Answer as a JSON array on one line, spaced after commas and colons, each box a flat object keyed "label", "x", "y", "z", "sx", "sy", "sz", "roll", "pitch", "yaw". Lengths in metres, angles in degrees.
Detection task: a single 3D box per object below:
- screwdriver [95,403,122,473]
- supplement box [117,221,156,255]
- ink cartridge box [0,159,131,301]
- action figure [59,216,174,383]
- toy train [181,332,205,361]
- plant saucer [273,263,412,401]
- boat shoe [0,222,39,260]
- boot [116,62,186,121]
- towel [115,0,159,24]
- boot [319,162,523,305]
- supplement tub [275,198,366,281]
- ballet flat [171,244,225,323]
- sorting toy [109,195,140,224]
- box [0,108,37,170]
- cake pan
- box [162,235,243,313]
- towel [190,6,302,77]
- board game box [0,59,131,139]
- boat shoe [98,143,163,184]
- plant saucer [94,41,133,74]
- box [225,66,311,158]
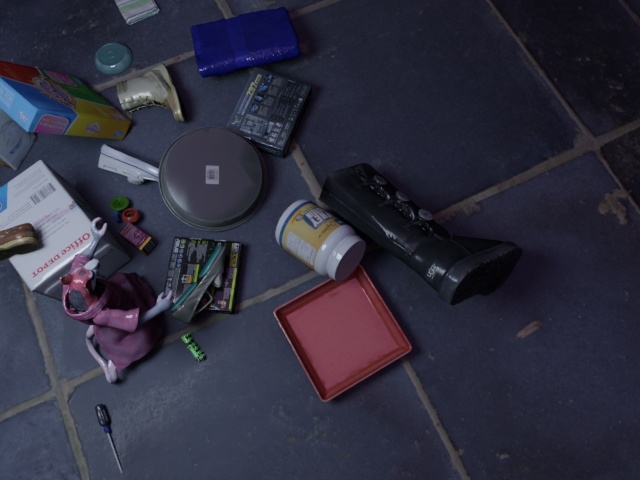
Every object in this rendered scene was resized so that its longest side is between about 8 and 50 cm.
[{"label": "screwdriver", "x": -0.500, "y": 0.469, "z": 1.192, "sx": 0.024, "sy": 0.025, "sz": 0.170, "roll": -24, "pitch": 72, "yaw": -8}, {"label": "supplement box", "x": -0.486, "y": -0.004, "z": 1.338, "sx": 0.083, "sy": 0.055, "sz": 0.043, "roll": 34, "pitch": 73, "yaw": 9}, {"label": "ink cartridge box", "x": -0.660, "y": -0.013, "z": 1.262, "sx": 0.198, "sy": 0.197, "sz": 0.270, "roll": -40, "pitch": 76, "yaw": -12}, {"label": "action figure", "x": -0.493, "y": 0.138, "z": 1.123, "sx": 0.276, "sy": 0.370, "sz": 0.248, "roll": -42, "pitch": 74, "yaw": -9}, {"label": "toy train", "x": -0.321, "y": 0.269, "z": 1.267, "sx": 0.023, "sy": 0.017, "sz": 0.083, "roll": -39, "pitch": 76, "yaw": -3}, {"label": "plant saucer", "x": 0.053, "y": 0.229, "z": 1.269, "sx": 0.259, "sy": 0.048, "sz": 0.258, "roll": -28, "pitch": 74, "yaw": -11}, {"label": "boat shoe", "x": -0.721, "y": 0.007, "z": 1.123, "sx": 0.178, "sy": 0.064, "sz": 0.060, "roll": -15, "pitch": 73, "yaw": -3}, {"label": "boot", "x": -0.492, "y": -0.405, "z": 1.463, "sx": 0.165, "sy": 0.077, "sz": 0.213, "roll": -24, "pitch": 68, "yaw": -9}, {"label": "towel", "x": -0.596, "y": -0.768, "z": 1.612, "sx": 0.113, "sy": 0.023, "sz": 0.152, "roll": -28, "pitch": 74, "yaw": -10}, {"label": "boot", "x": 0.259, "y": -0.038, "z": 1.301, "sx": 0.445, "sy": 0.367, "sz": 0.146, "roll": 39, "pitch": 116, "yaw": 32}, {"label": "supplement tub", "x": 0.000, "y": 0.000, "z": 1.275, "sx": 0.199, "sy": 0.144, "sz": 0.144, "roll": 34, "pitch": 74, "yaw": 25}, {"label": "ballet flat", "x": -0.286, "y": 0.112, "z": 1.257, "sx": 0.068, "sy": 0.072, "sz": 0.213, "roll": 40, "pitch": 74, "yaw": -17}, {"label": "sorting toy", "x": -0.535, "y": -0.073, "z": 1.373, "sx": 0.061, "sy": 0.042, "sz": 0.102, "roll": -36, "pitch": 63, "yaw": -28}, {"label": "box", "x": -0.957, "y": -0.329, "z": 1.349, "sx": 0.262, "sy": 0.231, "sz": 0.127, "roll": 18, "pitch": 72, "yaw": 5}, {"label": "cake pan", "x": -0.286, "y": -0.172, "z": 1.355, "sx": 0.293, "sy": 0.054, "sz": 0.293, "roll": 1, "pitch": 84, "yaw": -12}, {"label": "box", "x": -0.305, "y": 0.089, "z": 1.315, "sx": 0.184, "sy": 0.045, "sz": 0.191, "roll": 5, "pitch": 71, "yaw": -1}, {"label": "towel", "x": -0.226, "y": -0.589, "z": 1.513, "sx": 0.308, "sy": 0.076, "sz": 0.228, "roll": -14, "pitch": 58, "yaw": -3}, {"label": "board game box", "x": -0.702, "y": -0.368, "z": 1.331, "sx": 0.242, "sy": 0.316, "sz": 0.064, "roll": 39, "pitch": 108, "yaw": 11}, {"label": "boat shoe", "x": -0.507, "y": -0.193, "z": 1.400, "sx": 0.226, "sy": 0.083, "sz": 0.076, "roll": 24, "pitch": 100, "yaw": 6}, {"label": "plant saucer", "x": -0.638, "y": -0.565, "z": 1.543, "sx": 0.119, "sy": 0.021, "sz": 0.119, "roll": 0, "pitch": 71, "yaw": -1}, {"label": "box", "x": -0.149, "y": -0.373, "z": 1.465, "sx": 0.183, "sy": 0.059, "sz": 0.233, "roll": 19, "pitch": 73, "yaw": 5}]
